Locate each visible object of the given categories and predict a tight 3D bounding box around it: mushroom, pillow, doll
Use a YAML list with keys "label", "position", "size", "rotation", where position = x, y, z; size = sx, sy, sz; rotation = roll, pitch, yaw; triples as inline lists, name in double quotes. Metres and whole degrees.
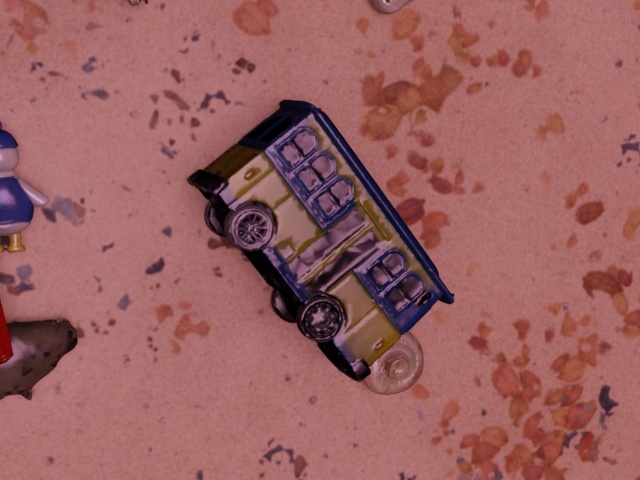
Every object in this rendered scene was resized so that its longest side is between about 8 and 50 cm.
- label: "mushroom"
  position: [0.085, 0.146, 1.488]
  size: [0.083, 0.067, 0.084]
  rotation: [-5, 106, -17]
- label: "pillow"
  position: [-0.381, 0.133, 1.333]
  size: [0.241, 0.051, 0.093]
  rotation: [-2, 98, -21]
- label: "doll"
  position: [-0.340, -0.057, 1.318]
  size: [0.098, 0.057, 0.143]
  rotation: [-5, 97, -8]

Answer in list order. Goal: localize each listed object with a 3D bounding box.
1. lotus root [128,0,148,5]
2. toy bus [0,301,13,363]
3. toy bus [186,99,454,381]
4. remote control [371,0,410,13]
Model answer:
- label: "lotus root"
  position: [-0.240, -0.304, 1.317]
  size: [0.152, 0.063, 0.072]
  rotation: [40, 57, -13]
- label: "toy bus"
  position: [-0.384, 0.044, 1.273]
  size: [0.089, 0.081, 0.195]
  rotation: [-14, 87, -30]
- label: "toy bus"
  position: [0.000, 0.000, 1.402]
  size: [0.175, 0.138, 0.288]
  rotation: [-40, 108, -9]
- label: "remote control"
  position: [0.071, -0.326, 1.438]
  size: [0.074, 0.032, 0.122]
  rotation: [-34, 107, -12]
